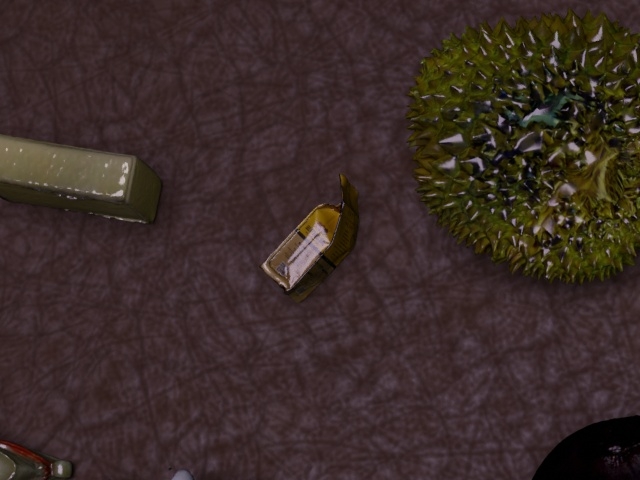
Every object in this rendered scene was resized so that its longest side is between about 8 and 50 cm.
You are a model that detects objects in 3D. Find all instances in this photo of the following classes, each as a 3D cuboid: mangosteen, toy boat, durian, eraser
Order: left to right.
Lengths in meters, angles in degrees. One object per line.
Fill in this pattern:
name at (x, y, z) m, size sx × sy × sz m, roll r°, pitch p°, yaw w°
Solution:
toy boat at (-0.351, 0.242, 1.967) m, size 0.185 × 0.071 × 0.089 m, roll -7°, pitch 76°, yaw 8°
eraser at (-0.261, -0.064, 1.985) m, size 0.172 × 0.117 × 0.058 m, roll 9°, pitch 81°, yaw 12°
durian at (0.217, -0.102, 1.850) m, size 0.291 × 0.224 × 0.291 m, roll -1°, pitch 80°, yaw 4°
mangosteen at (0.302, 0.288, 1.789) m, size 0.211 × 0.211 × 0.250 m, roll -15°, pitch 108°, yaw 7°

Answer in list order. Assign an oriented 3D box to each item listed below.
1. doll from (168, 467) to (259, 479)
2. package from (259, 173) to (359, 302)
doll at (-0.056, 0.316, 1.849) m, size 0.257 × 0.215 × 0.161 m, roll 29°, pitch 129°, yaw 6°
package at (0.000, 0.000, 1.950) m, size 0.047 × 0.071 × 0.131 m, roll 42°, pitch 87°, yaw 20°
